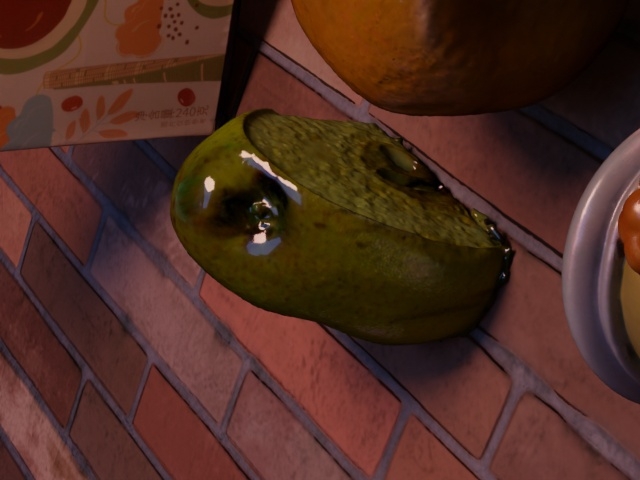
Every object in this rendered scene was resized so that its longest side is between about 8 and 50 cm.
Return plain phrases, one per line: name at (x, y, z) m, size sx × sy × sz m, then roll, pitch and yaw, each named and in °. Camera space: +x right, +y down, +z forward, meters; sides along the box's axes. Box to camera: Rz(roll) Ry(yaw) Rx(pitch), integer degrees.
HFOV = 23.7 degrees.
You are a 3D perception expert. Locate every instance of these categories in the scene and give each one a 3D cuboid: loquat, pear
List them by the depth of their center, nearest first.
loquat at (0.113, -0.241, 1.218) m, size 0.276 × 0.276 × 0.284 m, roll 50°, pitch 143°, yaw 46°
pear at (0.000, 0.000, 1.356) m, size 0.238 × 0.255 × 0.164 m, roll 47°, pitch 120°, yaw 41°

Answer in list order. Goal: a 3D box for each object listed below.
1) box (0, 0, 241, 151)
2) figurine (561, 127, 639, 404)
box at (-0.278, -0.268, 1.600) m, size 0.122 × 0.385 × 0.344 m, roll -123°, pitch 36°, yaw -45°
figurine at (0.298, 0.093, 0.949) m, size 0.205 × 0.224 × 0.382 m, roll -58°, pitch 43°, yaw 36°
